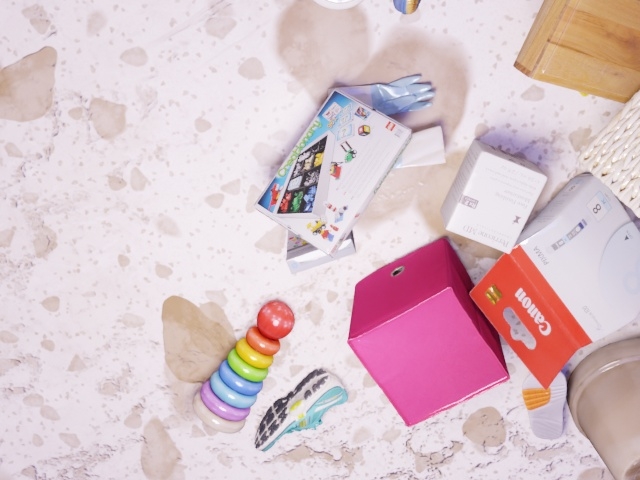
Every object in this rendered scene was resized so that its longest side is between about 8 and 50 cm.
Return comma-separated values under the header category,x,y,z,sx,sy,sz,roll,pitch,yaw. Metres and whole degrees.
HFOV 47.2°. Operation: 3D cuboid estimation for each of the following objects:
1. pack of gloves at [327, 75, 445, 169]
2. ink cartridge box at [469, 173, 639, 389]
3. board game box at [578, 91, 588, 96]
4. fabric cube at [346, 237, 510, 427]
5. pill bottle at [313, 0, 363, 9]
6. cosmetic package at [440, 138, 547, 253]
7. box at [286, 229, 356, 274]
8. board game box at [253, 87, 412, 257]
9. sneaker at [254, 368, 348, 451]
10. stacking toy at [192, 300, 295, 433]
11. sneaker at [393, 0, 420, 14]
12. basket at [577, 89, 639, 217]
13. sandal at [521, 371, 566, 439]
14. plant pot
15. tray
category,x,y,z,sx,sy,sz,roll,pitch,yaw
pack of gloves,0.143,-0.248,1.594,0.232,0.046,0.195,-8,94,5
ink cartridge box,0.548,0.092,1.592,0.385,0.091,0.308,-44,106,-16
board game box,0.612,-0.431,1.525,0.124,0.039,0.259,41,107,-12
fabric cube,0.231,0.195,1.611,0.254,0.258,0.259,-29,106,18
pill bottle,0.034,-0.513,1.377,0.153,0.265,0.153,0,109,0
cosmetic package,0.366,-0.097,1.574,0.151,0.151,0.184,21,108,-2
box,0.000,0.000,1.594,0.145,0.186,0.038,-18,110,7
board game box,0.027,-0.142,1.509,0.193,0.053,0.305,33,84,16
sneaker,-0.051,0.435,1.794,0.275,0.107,0.110,-40,114,13
stacking toy,-0.167,0.289,1.730,0.141,0.141,0.330,30,103,-9
sneaker,0.149,-0.601,1.445,0.131,0.112,0.297,6,106,15
basket,0.749,-0.151,1.436,0.328,0.266,0.331,22,114,-41
sandal,0.545,0.383,1.789,0.102,0.076,0.265,-1,131,16
plant pot,0.747,0.431,1.656,0.323,0.280,0.323,3,122,5
tray,0.590,-0.376,1.419,0.410,0.076,0.203,6,122,-28
